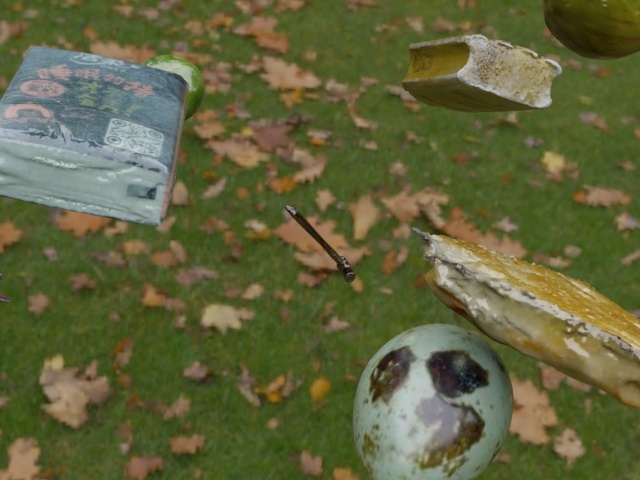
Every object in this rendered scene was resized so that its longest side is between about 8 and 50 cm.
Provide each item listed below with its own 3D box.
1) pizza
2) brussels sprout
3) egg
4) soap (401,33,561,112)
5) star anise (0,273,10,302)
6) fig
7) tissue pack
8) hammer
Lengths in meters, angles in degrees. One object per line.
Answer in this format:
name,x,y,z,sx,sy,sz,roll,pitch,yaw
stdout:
pizza,0.326,0.131,1.145,0.435,0.080,0.392,15,16,-49
brussels sprout,-0.276,-0.260,1.912,0.155,0.117,0.155,-1,34,1
egg,0.117,0.187,1.184,0.169,0.169,0.231,20,37,15
soap,0.215,-0.241,1.617,0.160,0.080,0.257,14,-1,-21
star anise,-0.466,0.078,1.390,0.141,0.141,0.042,-17,47,-30
fig,0.349,-0.245,1.156,0.236,0.124,0.124,5,37,-10
tissue pack,-0.290,-0.143,1.400,0.228,0.103,0.315,12,27,-9
hammer,0.000,0.000,1.759,0.021,0.178,0.065,-37,37,6
